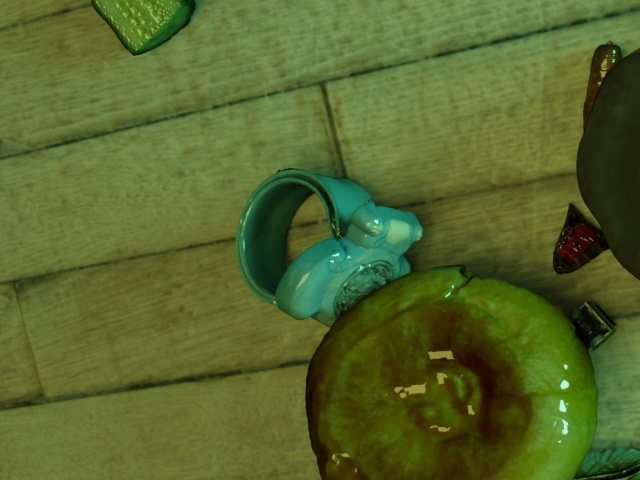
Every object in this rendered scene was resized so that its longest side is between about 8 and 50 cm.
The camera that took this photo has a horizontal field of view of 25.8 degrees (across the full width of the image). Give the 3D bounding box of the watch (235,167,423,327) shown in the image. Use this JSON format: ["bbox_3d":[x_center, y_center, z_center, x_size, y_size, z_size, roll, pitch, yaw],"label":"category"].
[{"bbox_3d":[0.000,0.000,1.698,0.193,0.211,0.211,42,114,34],"label":"watch"}]

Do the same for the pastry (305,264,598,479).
[{"bbox_3d":[0.141,0.190,1.566,0.356,0.164,0.356,-8,58,12],"label":"pastry"}]

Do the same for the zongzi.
[{"bbox_3d":[0.299,-0.006,1.638,0.083,0.067,0.073,-32,75,6],"label":"zongzi"}]

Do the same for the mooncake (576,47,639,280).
[{"bbox_3d":[0.429,-0.078,1.471,0.306,0.154,0.306,6,100,39],"label":"mooncake"}]

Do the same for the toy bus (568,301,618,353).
[{"bbox_3d":[0.297,0.121,1.650,0.102,0.058,0.052,-46,72,19],"label":"toy bus"}]

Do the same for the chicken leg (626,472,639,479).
[{"bbox_3d":[0.437,0.319,1.634,0.178,0.070,0.093,3,75,9],"label":"chicken leg"}]

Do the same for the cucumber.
[{"bbox_3d":[-0.222,-0.311,1.772,0.116,0.062,0.115,-41,82,31],"label":"cucumber"}]

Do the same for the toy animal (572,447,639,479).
[{"bbox_3d":[0.218,0.281,1.653,0.272,0.197,0.160,-37,83,28],"label":"toy animal"}]

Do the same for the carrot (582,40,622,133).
[{"bbox_3d":[0.318,-0.147,1.603,0.035,0.035,0.165,14,108,19],"label":"carrot"}]
